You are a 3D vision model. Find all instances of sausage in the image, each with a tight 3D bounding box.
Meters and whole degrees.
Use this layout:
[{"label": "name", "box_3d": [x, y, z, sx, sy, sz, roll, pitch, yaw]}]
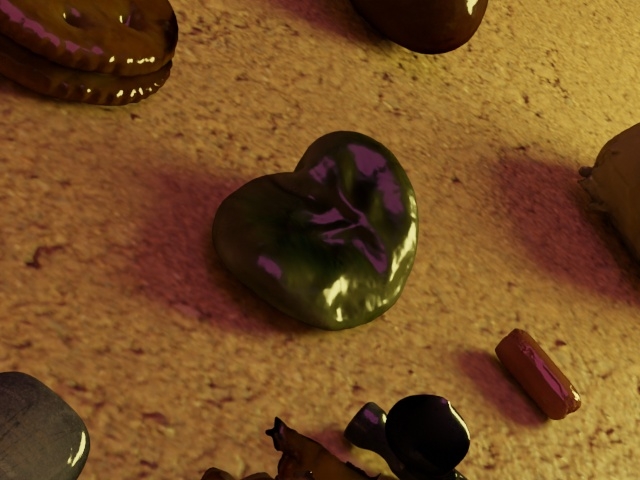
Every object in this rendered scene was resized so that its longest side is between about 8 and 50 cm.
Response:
[{"label": "sausage", "box_3d": [0.176, 0.108, 1.150, 0.034, 0.034, 0.083, -14, 58, -51]}]

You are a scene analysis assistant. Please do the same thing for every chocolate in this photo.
[{"label": "chocolate", "box_3d": [0.100, -0.270, 1.475, 0.176, 0.177, 0.177, 24, 34, -18]}]

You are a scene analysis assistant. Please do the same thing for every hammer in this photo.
[{"label": "hammer", "box_3d": [0.070, 0.133, 0.853, 0.137, 0.037, 0.290, 37, -9, 11]}]

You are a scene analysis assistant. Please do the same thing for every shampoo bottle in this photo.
[{"label": "shampoo bottle", "box_3d": [-0.210, 0.143, 0.728, 0.087, 0.049, 0.233, 39, 32, 9]}]

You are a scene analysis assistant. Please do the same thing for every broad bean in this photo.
[{"label": "broad bean", "box_3d": [0.001, -0.002, 1.110, 0.153, 0.072, 0.207, 35, 44, 3]}]

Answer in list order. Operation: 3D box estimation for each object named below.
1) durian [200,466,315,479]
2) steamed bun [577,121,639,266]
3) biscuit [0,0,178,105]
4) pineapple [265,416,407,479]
[{"label": "durian", "box_3d": [-0.059, 0.253, 0.665, 0.191, 0.112, 0.341, -1, 45, -11]}, {"label": "steamed bun", "box_3d": [0.416, -0.037, 1.439, 0.273, 0.166, 0.232, 15, 39, -30]}, {"label": "biscuit", "box_3d": [-0.212, -0.196, 1.149, 0.220, 0.066, 0.220, 25, 34, -18]}, {"label": "pineapple", "box_3d": [0.074, 0.252, 0.781, 0.334, 0.158, 0.161, 22, -23, 38]}]
